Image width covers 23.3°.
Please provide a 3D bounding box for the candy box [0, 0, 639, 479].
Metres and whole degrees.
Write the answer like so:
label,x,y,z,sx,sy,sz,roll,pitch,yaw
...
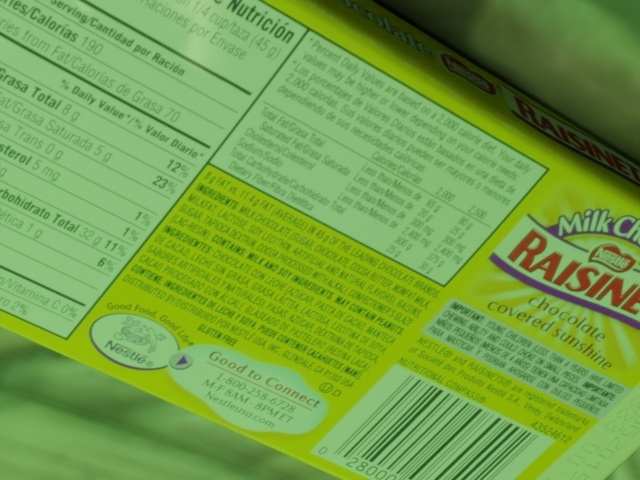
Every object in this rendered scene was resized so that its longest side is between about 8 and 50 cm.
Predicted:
label,x,y,z,sx,sy,sz,roll,pitch,yaw
candy box,0.000,0.000,0.351,0.206,0.027,0.105,28,116,-25
